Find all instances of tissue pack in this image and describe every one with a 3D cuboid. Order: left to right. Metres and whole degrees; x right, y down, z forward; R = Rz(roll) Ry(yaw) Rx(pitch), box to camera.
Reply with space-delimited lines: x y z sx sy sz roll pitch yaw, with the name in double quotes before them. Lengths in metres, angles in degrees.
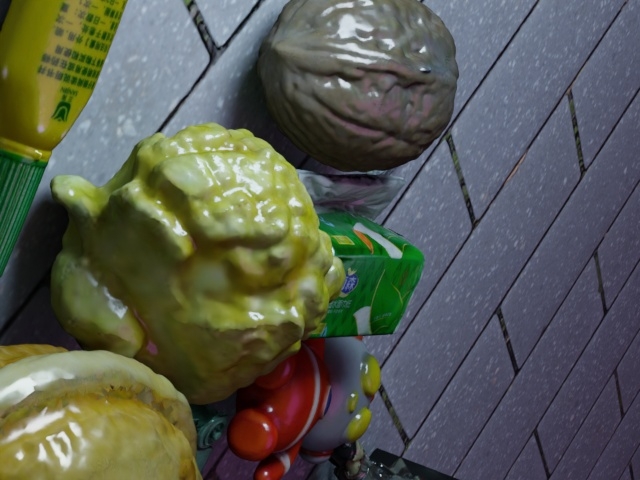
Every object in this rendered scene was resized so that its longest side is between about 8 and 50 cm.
"tissue pack" 0.000 -0.001 1.419 0.209 0.148 0.156 4 111 -60

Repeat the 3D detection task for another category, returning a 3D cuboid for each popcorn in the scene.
"popcorn" -0.098 0.018 1.189 0.256 0.255 0.195 105 -13 -49

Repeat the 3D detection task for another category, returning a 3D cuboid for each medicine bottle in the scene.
"medicine bottle" -0.215 -0.094 1.066 0.095 0.064 0.260 10 103 -59

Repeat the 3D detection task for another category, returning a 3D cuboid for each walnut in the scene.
"walnut" 0.033 -0.153 1.348 0.230 0.178 0.178 11 103 -49

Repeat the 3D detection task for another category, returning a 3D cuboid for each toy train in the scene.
"toy train" -0.159 0.194 1.395 0.172 0.070 0.099 5 116 -61

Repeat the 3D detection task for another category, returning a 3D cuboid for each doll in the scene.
"doll" -0.008 0.168 1.563 0.336 0.105 0.200 13 90 -71

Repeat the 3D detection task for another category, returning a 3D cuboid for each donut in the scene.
"donut" -0.269 0.266 1.086 0.449 0.198 0.449 -36 148 -27

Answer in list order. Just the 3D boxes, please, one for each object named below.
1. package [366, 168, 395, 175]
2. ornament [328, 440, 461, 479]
"package" 0.081 -0.092 1.625 0.110 0.015 0.037 -48 147 -31
"ornament" 0.060 0.282 1.785 0.153 0.166 0.196 -51 134 -27
